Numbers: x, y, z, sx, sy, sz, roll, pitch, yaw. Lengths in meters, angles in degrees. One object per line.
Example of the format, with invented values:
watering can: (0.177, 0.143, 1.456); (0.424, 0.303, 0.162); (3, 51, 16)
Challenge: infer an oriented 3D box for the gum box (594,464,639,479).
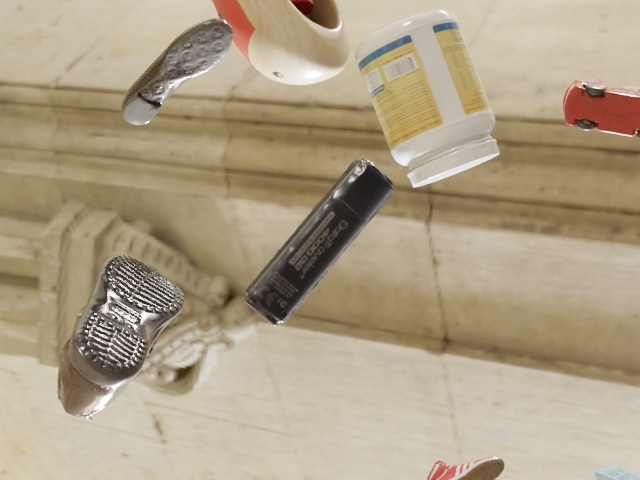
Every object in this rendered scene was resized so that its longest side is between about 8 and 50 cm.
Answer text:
gum box: (0.549, 0.477, 1.728); (0.041, 0.184, 0.157); (-17, -85, -17)

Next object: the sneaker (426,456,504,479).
sneaker: (0.217, 0.352, 1.551); (0.118, 0.067, 0.042); (-24, -70, -12)

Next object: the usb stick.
usb stick: (0.000, 0.000, 1.481); (0.278, 0.077, 0.045); (-50, 5, -9)

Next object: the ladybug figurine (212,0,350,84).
ladybug figurine: (-0.104, -0.488, 2.028); (0.305, 0.162, 0.449); (7, -126, -51)

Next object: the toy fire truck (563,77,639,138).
toy fire truck: (0.361, -0.148, 1.114); (0.135, 0.192, 0.047); (-60, -20, -66)

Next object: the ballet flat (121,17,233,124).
ballet flat: (-0.239, -0.284, 1.669); (0.084, 0.250, 0.058); (30, -146, -35)

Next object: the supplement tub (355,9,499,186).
supplement tub: (0.142, -0.184, 1.336); (0.144, 0.144, 0.200); (-16, -95, -63)

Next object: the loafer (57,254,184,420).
loafer: (-0.304, 0.132, 1.469); (0.130, 0.133, 0.366); (-53, 5, 19)
